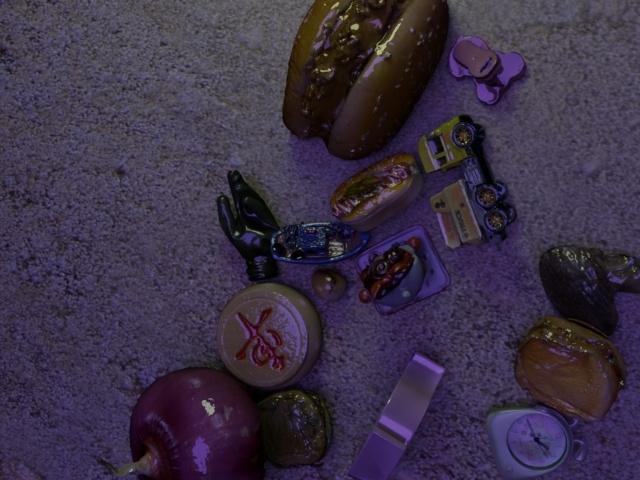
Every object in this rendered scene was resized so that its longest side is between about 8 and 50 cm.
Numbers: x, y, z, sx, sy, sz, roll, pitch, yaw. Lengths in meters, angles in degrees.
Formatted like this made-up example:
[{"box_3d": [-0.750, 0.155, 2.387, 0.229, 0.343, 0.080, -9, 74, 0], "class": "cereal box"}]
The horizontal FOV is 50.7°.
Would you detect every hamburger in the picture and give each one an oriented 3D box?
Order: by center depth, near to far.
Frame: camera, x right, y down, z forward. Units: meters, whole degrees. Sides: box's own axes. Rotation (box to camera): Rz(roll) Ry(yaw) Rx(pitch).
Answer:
[{"box_3d": [0.493, 0.257, 1.340, 0.214, 0.108, 0.213, 21, 131, 27], "class": "hamburger"}, {"box_3d": [0.087, -0.372, 1.377, 0.268, 0.287, 0.445, 35, 104, 10], "class": "hamburger"}, {"box_3d": [0.118, -0.109, 1.438, 0.210, 0.173, 0.116, -34, 108, 16], "class": "hamburger"}, {"box_3d": [-0.061, 0.429, 1.552, 0.206, 0.130, 0.183, -13, 87, 35], "class": "hamburger"}]

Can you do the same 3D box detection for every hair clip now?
[{"box_3d": [0.344, -0.367, 1.430, 0.123, 0.102, 0.138, -54, 46, 10], "class": "hair clip"}]

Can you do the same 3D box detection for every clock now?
[{"box_3d": [0.454, 0.415, 1.419, 0.191, 0.062, 0.151, -14, 88, 16], "class": "clock"}, {"box_3d": [0.157, 0.402, 1.453, 0.080, 0.275, 0.290, 30, 137, 11], "class": "clock"}]

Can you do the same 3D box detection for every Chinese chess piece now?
[{"box_3d": [-0.119, 0.220, 1.559, 0.251, 0.097, 0.250, 1, 92, 16], "class": "Chinese chess piece"}]

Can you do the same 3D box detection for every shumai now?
[{"box_3d": [0.546, 0.080, 1.344, 0.153, 0.161, 0.209, -34, 92, -8], "class": "shumai"}]

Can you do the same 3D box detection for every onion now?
[{"box_3d": [-0.297, 0.472, 1.502, 0.345, 0.358, 0.358, -23, 85, -19], "class": "onion"}]

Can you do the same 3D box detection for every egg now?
[{"box_3d": [0.016, 0.099, 1.528, 0.083, 0.071, 0.071, 40, 103, 26], "class": "egg"}]

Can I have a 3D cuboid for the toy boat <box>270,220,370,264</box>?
[{"box_3d": [0.000, 0.000, 1.497, 0.223, 0.097, 0.100, -5, 69, 6], "class": "toy boat"}]

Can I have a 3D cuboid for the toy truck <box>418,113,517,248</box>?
[{"box_3d": [0.295, -0.115, 1.412, 0.157, 0.124, 0.272, -21, 90, 26], "class": "toy truck"}]

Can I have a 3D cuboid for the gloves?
[{"box_3d": [-0.161, -0.034, 1.556, 0.135, 0.107, 0.268, -11, 107, 12], "class": "gloves"}]

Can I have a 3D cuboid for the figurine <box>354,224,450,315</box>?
[{"box_3d": [0.151, 0.075, 1.406, 0.183, 0.226, 0.160, -28, 86, 16], "class": "figurine"}]
